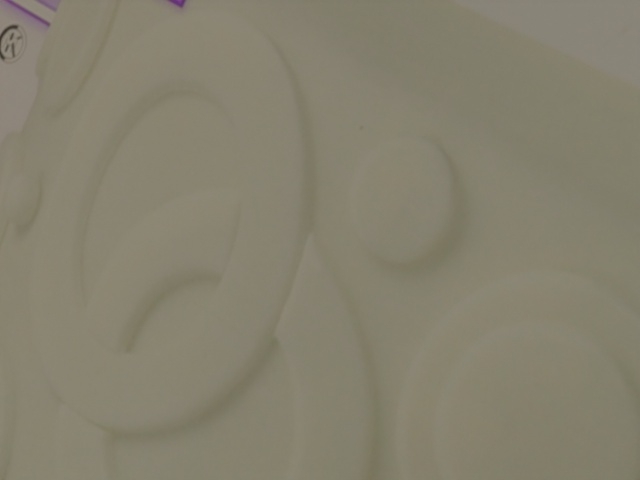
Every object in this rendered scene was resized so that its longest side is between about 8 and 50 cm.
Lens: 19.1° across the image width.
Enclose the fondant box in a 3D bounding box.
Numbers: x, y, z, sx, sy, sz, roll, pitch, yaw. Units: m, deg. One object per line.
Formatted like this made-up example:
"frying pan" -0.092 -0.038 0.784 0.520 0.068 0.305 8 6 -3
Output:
"fondant box" 0.000 0.000 0.415 0.238 0.096 0.330 31 -80 32
